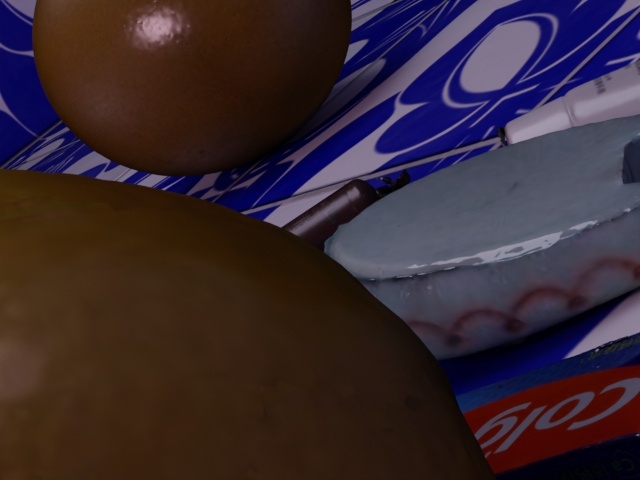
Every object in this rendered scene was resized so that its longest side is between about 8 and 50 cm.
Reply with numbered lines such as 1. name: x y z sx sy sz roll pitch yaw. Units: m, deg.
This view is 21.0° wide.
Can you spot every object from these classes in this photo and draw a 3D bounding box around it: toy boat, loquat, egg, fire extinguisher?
1. toy boat: 0.099 0.009 0.869 0.207 0.079 0.134 -19 26 19
2. loquat: -0.075 0.109 0.490 0.263 0.263 0.263 -33 13 9
3. egg: -0.124 -0.204 1.658 0.282 0.283 0.351 -43 19 -31
4. fire extinguisher: 0.000 0.000 1.174 0.157 0.045 0.078 -34 -9 8

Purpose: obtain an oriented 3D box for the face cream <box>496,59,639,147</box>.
1. face cream: 0.216 -0.088 0.931 0.243 0.058 0.092 -26 10 12

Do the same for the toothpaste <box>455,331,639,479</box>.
1. toothpaste: 0.020 0.116 0.668 0.320 0.066 0.076 -25 16 38
